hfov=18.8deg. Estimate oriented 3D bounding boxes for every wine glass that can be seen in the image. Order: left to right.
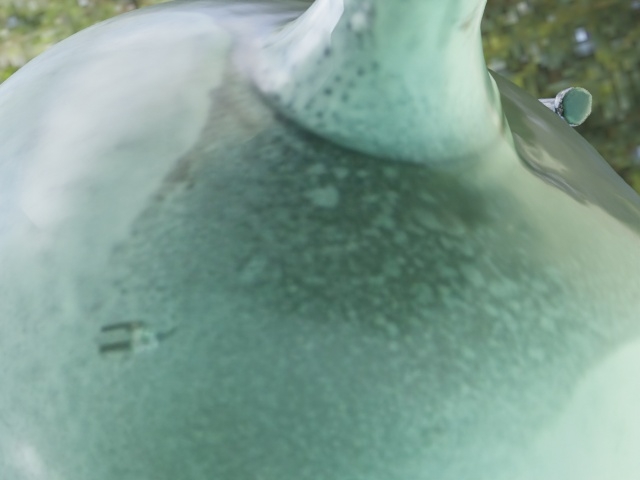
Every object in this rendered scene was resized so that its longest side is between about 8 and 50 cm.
[{"bbox_3d":[0.000,0.000,0.504,0.238,0.238,0.323,-32,-36,-48],"label":"wine glass"}]

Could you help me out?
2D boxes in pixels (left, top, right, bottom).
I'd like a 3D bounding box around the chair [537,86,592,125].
[{"bbox_3d":[-0.008,0.062,1.654,0.362,0.410,0.364,-19,-71,-22],"label":"chair"}]
